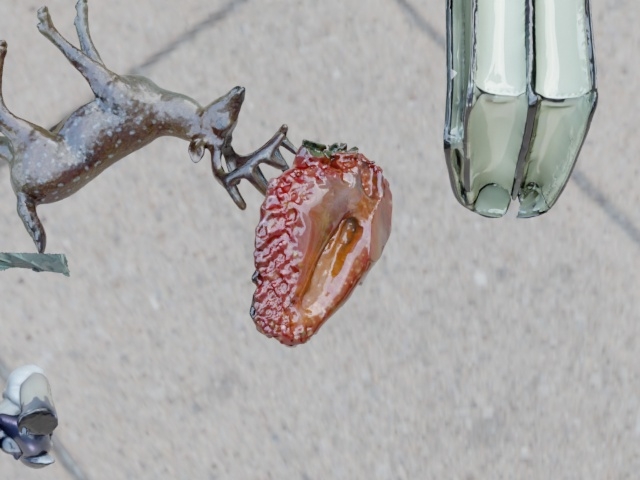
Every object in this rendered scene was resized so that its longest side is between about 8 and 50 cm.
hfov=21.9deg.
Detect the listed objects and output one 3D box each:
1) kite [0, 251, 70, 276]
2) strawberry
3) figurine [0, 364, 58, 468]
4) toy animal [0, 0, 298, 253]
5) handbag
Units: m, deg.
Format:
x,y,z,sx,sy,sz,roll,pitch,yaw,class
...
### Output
x,y,z,sx,sy,sz,roll,pitch,yaw,class
-0.171,0.012,0.712,0.011,0.156,0.139,37,117,39,kite
0.003,0.000,1.098,0.048,0.104,0.152,-7,60,43,strawberry
-0.367,0.161,1.600,0.222,0.145,0.145,1,61,-17,figurine
-0.177,-0.097,1.489,0.243,0.087,0.260,-37,87,0,toy animal
0.215,-0.235,1.866,0.160,0.237,0.359,2,60,2,handbag
